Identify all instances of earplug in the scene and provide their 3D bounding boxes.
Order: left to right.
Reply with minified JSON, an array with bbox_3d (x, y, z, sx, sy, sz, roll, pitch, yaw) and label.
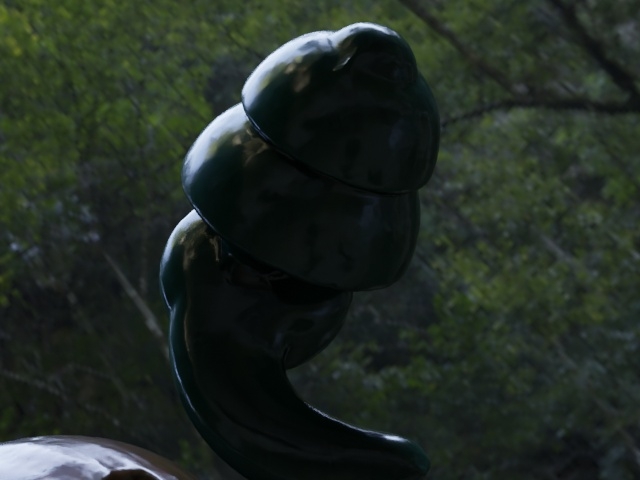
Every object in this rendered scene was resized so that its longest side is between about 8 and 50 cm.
[{"bbox_3d":[-0.004,0.001,0.987,0.164,0.257,0.280,14,-70,-21],"label":"earplug"}]

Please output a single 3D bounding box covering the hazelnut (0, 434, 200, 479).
[{"bbox_3d":[-0.192,0.364,1.155,0.402,0.402,0.429,-14,-65,-29],"label":"hazelnut"}]
